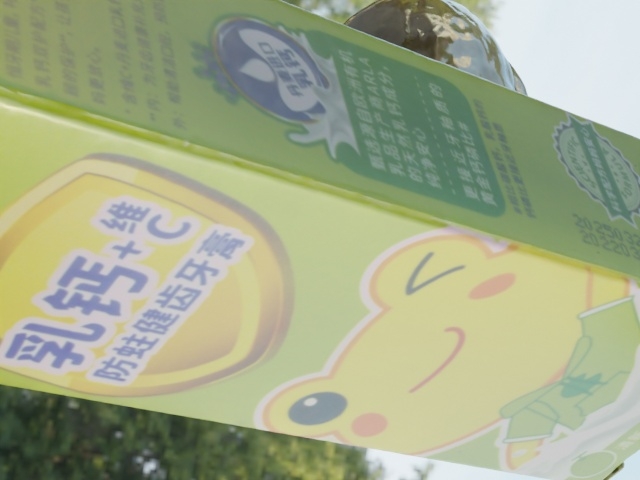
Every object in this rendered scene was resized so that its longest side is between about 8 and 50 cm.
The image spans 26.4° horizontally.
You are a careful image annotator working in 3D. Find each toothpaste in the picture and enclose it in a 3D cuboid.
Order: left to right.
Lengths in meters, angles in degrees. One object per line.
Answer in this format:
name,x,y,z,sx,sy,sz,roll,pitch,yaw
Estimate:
toothpaste,0.000,0.000,0.421,0.110,0.327,0.077,-45,-137,37

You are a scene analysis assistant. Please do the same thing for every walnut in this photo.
walnut,0.054,-0.063,0.785,0.140,0.140,0.162,131,-23,-57
